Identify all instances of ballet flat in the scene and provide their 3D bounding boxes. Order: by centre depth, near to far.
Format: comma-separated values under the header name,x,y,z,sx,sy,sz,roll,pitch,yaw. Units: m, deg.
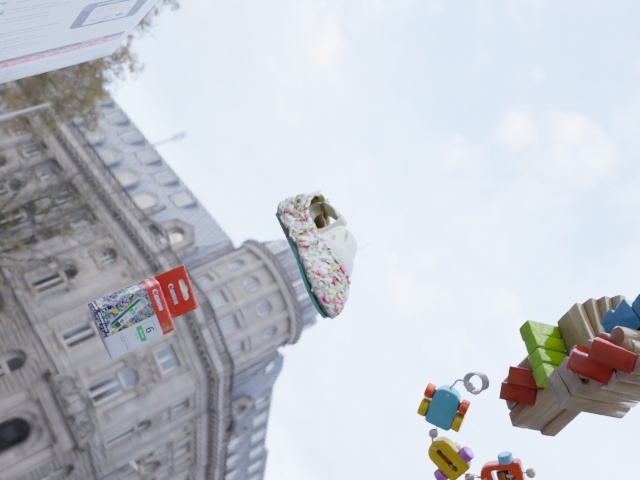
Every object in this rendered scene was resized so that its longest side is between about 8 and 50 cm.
name,x,y,z,sx,sy,sz,roll,pitch,yaw
ballet flat,0.000,0.000,0.844,0.091,0.077,0.241,58,3,-32

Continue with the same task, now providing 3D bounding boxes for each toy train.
name,x,y,z,sx,sy,sz,roll,pitch,yaw
toy train,0.192,0.243,0.893,0.125,0.046,0.166,-19,-90,23

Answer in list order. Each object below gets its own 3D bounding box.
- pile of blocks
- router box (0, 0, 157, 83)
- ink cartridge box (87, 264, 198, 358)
name,x,y,z,sx,sy,sz,roll,pitch,yaw
pile of blocks,0.295,0.114,0.760,0.362,0.112,0.149,139,-39,-60
router box,-0.268,-0.244,0.637,0.301,0.335,0.082,-28,-86,43
ink cartridge box,-0.193,0.078,0.797,0.029,0.115,0.063,28,-43,57
